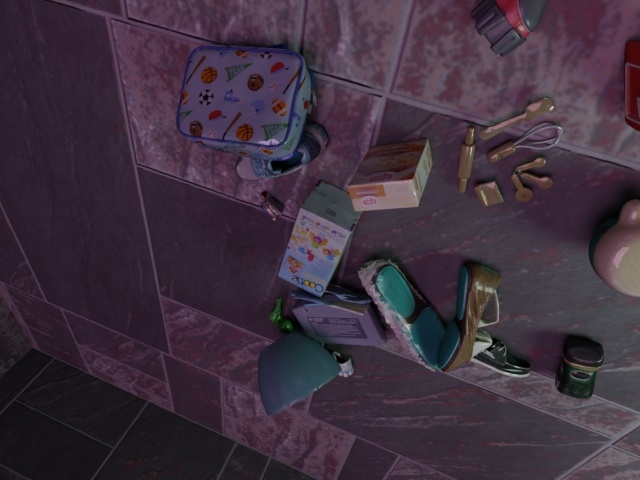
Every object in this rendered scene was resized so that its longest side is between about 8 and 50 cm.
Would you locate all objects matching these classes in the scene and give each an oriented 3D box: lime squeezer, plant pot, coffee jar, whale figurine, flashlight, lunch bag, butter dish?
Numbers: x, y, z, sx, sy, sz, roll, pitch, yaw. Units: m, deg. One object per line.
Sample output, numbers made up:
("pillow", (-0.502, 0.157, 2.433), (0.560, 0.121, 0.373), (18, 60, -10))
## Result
("lime squeezer", (-0.117, 0.288, 1.539), (0.109, 0.059, 0.310), (-8, 132, 23))
("plant pot", (-0.099, 0.429, 1.474), (0.290, 0.290, 0.195), (-40, 76, 42))
("coffee jar", (0.706, 0.347, 1.176), (0.096, 0.079, 0.184), (7, 131, 24))
("whale figurine", (0.680, -0.015, 0.871), (0.216, 0.141, 0.272), (38, 109, -8))
("flashlight", (0.388, -0.427, 0.665), (0.103, 0.103, 0.304), (25, 140, -33))
("lunch bag", (-0.161, -0.314, 0.960), (0.303, 0.115, 0.243), (11, 88, 15))
("butter dish", (0.588, -0.253, 0.701), (0.118, 0.160, 0.160), (-18, 120, 9))

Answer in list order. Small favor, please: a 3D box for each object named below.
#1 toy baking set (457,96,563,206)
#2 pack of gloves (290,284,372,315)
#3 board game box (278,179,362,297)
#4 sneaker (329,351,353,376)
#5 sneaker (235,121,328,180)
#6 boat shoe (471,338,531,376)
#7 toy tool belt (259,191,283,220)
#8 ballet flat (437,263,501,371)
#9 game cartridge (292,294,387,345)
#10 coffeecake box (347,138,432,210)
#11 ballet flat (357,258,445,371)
("toy baking set", (0.396, -0.182, 0.919), (0.196, 0.030, 0.256), (4, 130, 19))
("pack of gloves", (0.032, 0.180, 1.290), (0.232, 0.195, 0.046), (13, 100, 14))
("board game box", (0.000, 0.000, 1.182), (0.144, 0.142, 0.275), (26, 134, 4))
("sneaker", (0.030, 0.443, 1.605), (0.190, 0.071, 0.083), (6, 122, 13))
("sneaker", (-0.123, -0.209, 1.079), (0.283, 0.122, 0.110), (-15, 119, 35))
("boat shoe", (0.513, 0.331, 1.260), (0.233, 0.084, 0.079), (22, 109, 0))
("toy tool belt", (-0.151, -0.095, 1.239), (0.083, 0.052, 0.051), (41, 125, -10))
("ballet flat", (0.413, 0.223, 1.169), (0.124, 0.116, 0.343), (7, 111, 1))
("game cartridge", (0.057, 0.264, 1.433), (0.294, 0.060, 0.196), (-5, 129, 33))
("coffeecake box", (0.158, -0.146, 0.951), (0.142, 0.185, 0.068), (-2, 126, 27))
("ballet flat", (0.245, 0.210, 1.275), (0.147, 0.147, 0.409), (-20, 114, 37))
